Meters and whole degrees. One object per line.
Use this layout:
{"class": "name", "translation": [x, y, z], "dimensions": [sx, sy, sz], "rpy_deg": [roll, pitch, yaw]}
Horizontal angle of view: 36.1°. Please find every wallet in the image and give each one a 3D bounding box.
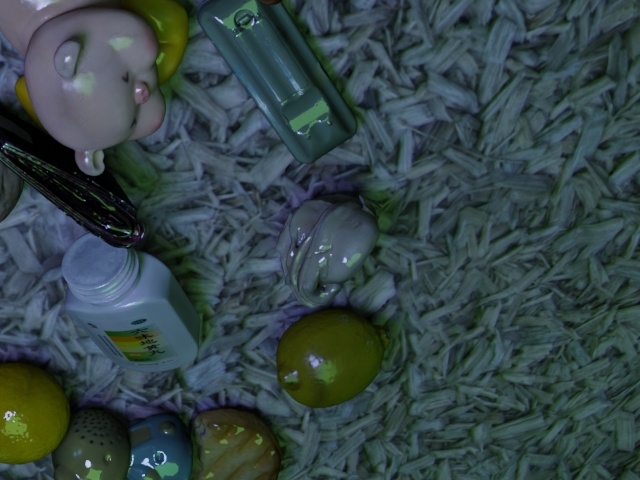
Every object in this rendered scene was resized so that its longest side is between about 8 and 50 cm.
{"class": "wallet", "translation": [-0.394, -0.107, 1.502], "dimensions": [0.262, 0.221, 0.071], "rpy_deg": [36, 97, -32]}

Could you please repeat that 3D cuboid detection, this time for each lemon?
{"class": "lemon", "translation": [-0.544, 0.305, 1.757], "dimensions": [0.178, 0.178, 0.203], "rpy_deg": [-24, 116, -1]}
{"class": "lemon", "translation": [0.021, 0.220, 1.871], "dimensions": [0.249, 0.184, 0.184], "rpy_deg": [-18, 128, -26]}

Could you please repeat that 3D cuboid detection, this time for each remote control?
{"class": "remote control", "translation": [-0.062, -0.269, 1.589], "dimensions": [0.128, 0.065, 0.335], "rpy_deg": [-34, 125, 4]}

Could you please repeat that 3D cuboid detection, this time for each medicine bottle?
{"class": "medicine bottle", "translation": [-0.323, 0.109, 1.655], "dimensions": [0.179, 0.124, 0.324], "rpy_deg": [-3, 148, 9]}

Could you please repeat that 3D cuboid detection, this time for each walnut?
{"class": "walnut", "translation": [-0.537, -0.086, 1.526], "dimensions": [0.140, 0.140, 0.162], "rpy_deg": [28, 122, -30]}

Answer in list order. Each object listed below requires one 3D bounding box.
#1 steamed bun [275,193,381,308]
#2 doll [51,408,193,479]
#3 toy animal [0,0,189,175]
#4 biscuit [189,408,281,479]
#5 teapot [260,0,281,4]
{"class": "steamed bun", "translation": [0.001, -0.002, 1.715], "dimensions": [0.144, 0.218, 0.211], "rpy_deg": [34, 115, -9]}
{"class": "doll", "translation": [-0.383, 0.408, 1.872], "dimensions": [0.261, 0.177, 0.161], "rpy_deg": [7, 124, -24]}
{"class": "toy animal", "translation": [-0.314, -0.277, 1.396], "dimensions": [0.278, 0.247, 0.345], "rpy_deg": [-13, 125, -10]}
{"class": "biscuit", "translation": [-0.191, 0.460, 2.016], "dimensions": [0.213, 0.091, 0.274], "rpy_deg": [17, 114, -23]}
{"class": "teapot", "translation": [-0.131, -0.450, 1.414], "dimensions": [0.178, 0.135, 0.252], "rpy_deg": [-46, 121, -25]}
